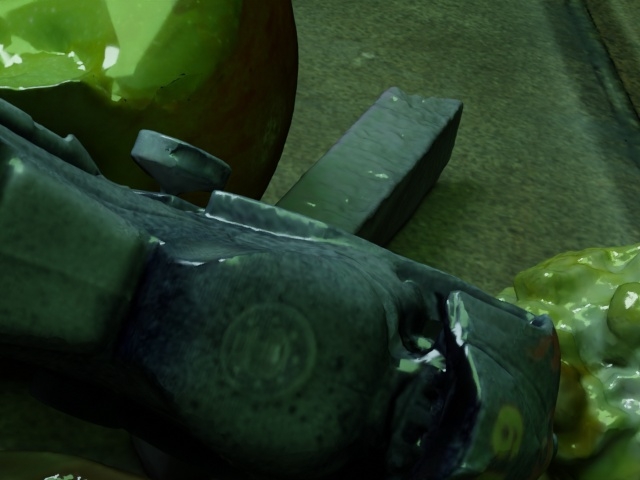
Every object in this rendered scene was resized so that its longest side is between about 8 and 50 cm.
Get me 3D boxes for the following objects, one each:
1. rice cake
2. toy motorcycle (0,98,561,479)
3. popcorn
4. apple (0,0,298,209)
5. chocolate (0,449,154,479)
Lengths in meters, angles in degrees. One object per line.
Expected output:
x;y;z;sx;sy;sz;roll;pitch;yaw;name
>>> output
0.000;0.000;0.611;0.056;0.073;0.365;23;35;12;rice cake
-0.031;0.027;0.368;0.307;0.108;0.173;23;-3;-19;toy motorcycle
0.136;0.069;0.531;0.141;0.162;0.135;38;-2;-6;popcorn
-0.130;-0.083;0.527;0.246;0.246;0.226;13;34;-3;apple
-0.096;0.169;0.274;0.093;0.148;0.214;12;32;6;chocolate
